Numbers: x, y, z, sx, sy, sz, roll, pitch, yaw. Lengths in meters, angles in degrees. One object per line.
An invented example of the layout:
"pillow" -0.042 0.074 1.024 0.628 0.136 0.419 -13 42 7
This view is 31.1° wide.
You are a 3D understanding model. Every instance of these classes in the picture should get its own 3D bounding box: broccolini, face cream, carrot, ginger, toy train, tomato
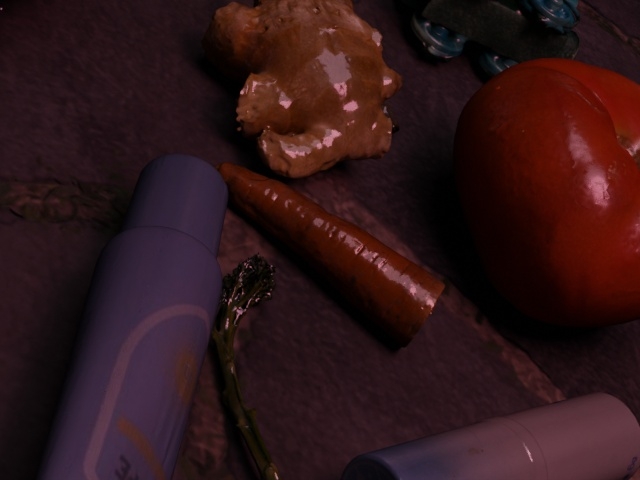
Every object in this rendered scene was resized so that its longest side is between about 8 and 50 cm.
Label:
"broccolini" -0.053 0.092 0.817 0.052 0.054 0.194 -4 57 0
"face cream" 0.130 0.167 0.836 0.250 0.077 0.077 -6 57 -40
"carrot" 0.000 0.000 0.919 0.210 0.061 0.061 36 41 4
"face cream" -0.118 0.089 0.719 0.086 0.135 0.385 -5 42 11
"ginger" -0.017 -0.152 1.006 0.157 0.102 0.216 -18 67 -14
"toy train" 0.179 -0.257 1.232 0.203 0.112 0.163 23 38 -20
"tomato" 0.230 -0.037 1.014 0.260 0.180 0.260 20 46 -22

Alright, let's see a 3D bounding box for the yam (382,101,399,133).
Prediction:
"yam" 0.025 -0.196 1.133 0.027 0.029 0.234 -26 65 -1
